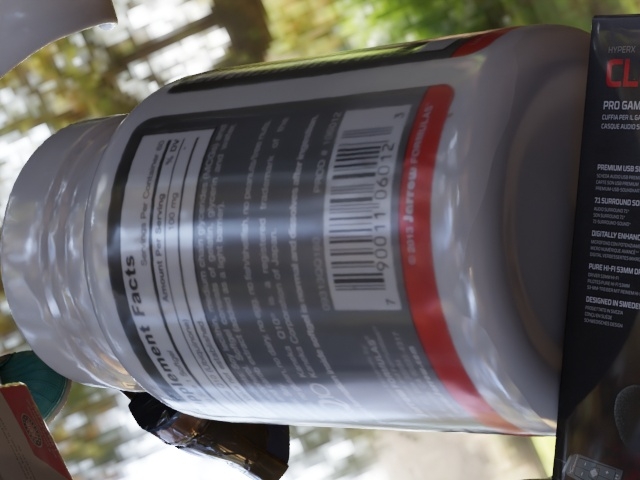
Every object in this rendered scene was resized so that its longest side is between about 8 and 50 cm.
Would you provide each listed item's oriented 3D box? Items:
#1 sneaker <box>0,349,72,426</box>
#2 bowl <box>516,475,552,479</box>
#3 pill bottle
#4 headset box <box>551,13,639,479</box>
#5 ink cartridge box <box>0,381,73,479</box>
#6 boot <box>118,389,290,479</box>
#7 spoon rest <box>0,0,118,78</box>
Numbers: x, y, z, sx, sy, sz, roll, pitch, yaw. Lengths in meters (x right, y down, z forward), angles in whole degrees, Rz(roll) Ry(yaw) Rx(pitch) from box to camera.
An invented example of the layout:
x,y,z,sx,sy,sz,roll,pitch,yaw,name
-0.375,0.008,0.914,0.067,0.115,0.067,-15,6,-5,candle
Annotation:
x,y,z,sx,sy,sz,roll,pitch,yaw,name
-0.422,0.190,1.867,0.121,0.302,0.108,64,-178,-57,sneaker
0.199,0.379,1.830,0.134,0.298,0.298,17,-150,-26,bowl
0.000,0.000,0.967,0.210,0.363,0.210,3,-94,-49,pill bottle
0.222,0.017,0.759,0.218,0.110,0.293,8,94,53,headset box
-0.290,0.231,1.356,0.207,0.117,0.283,63,-169,8,ink cartridge box
-0.091,0.102,1.249,0.106,0.082,0.219,38,-169,-26,boot
-0.292,-0.175,1.438,0.084,0.276,0.137,4,111,61,spoon rest
